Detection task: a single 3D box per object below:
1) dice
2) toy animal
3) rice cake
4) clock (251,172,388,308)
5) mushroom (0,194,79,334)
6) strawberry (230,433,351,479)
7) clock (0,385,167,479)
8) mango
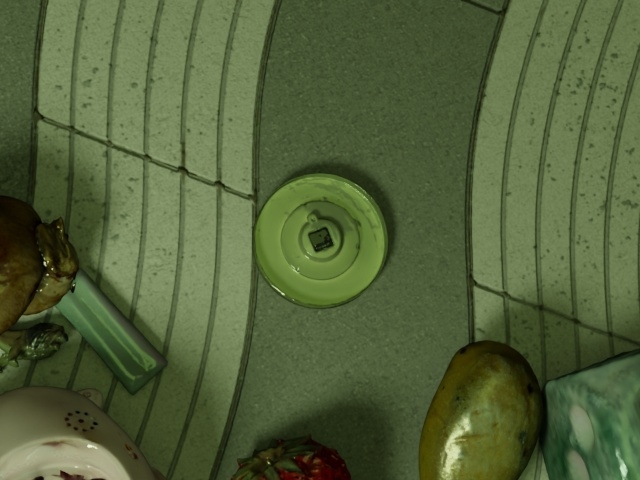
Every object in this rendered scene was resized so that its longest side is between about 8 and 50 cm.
[{"bbox_3d":[0.557,0.326,1.848,0.330,0.328,0.348,-12,80,-12],"label":"dice"},{"bbox_3d":[-0.515,0.170,1.851,0.219,0.069,0.086,5,59,-12],"label":"toy animal"},{"bbox_3d":[-0.349,0.144,1.893,0.080,0.042,0.222,-41,86,-13],"label":"rice cake"},{"bbox_3d":[0.000,0.000,1.985,0.235,0.029,0.235,2,78,-8],"label":"clock"},{"bbox_3d":[-0.518,0.039,1.795,0.283,0.263,0.195,-13,124,-17],"label":"mushroom"},{"bbox_3d":[-0.024,0.436,1.820,0.205,0.205,0.244,-33,105,-14],"label":"strawberry"},{"bbox_3d":[-0.399,0.378,1.688,0.368,0.250,0.377,-9,51,-21],"label":"clock"},{"bbox_3d":[0.251,0.326,1.896,0.176,0.175,0.330,24,96,28],"label":"mango"}]
